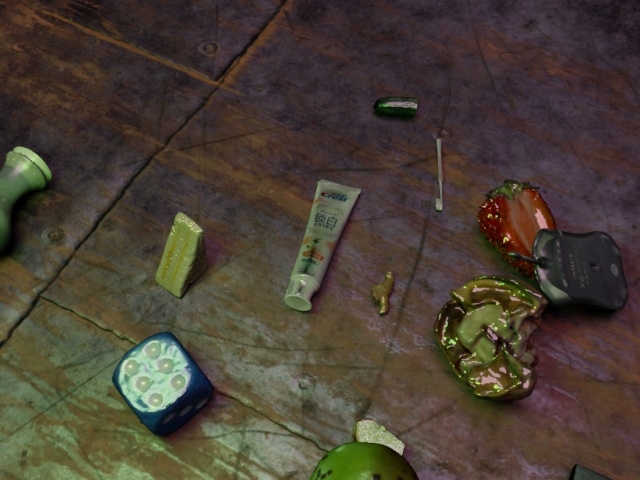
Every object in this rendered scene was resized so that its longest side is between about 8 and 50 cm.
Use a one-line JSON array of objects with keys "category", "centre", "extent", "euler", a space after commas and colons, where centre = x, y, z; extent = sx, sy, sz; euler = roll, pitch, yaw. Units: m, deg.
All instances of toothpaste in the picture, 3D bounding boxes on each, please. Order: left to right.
[{"category": "toothpaste", "centre": [0.000, 0.000, 1.556], "extent": [0.100, 0.066, 0.323], "euler": [14, 57, 8]}]

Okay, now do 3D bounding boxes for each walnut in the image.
[{"category": "walnut", "centre": [0.329, 0.192, 1.393], "extent": [0.204, 0.141, 0.238], "euler": [3, 68, 29]}]

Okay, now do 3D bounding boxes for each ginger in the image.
[{"category": "ginger", "centre": [0.125, 0.107, 1.508], "extent": [0.048, 0.030, 0.097], "euler": [24, 63, -17]}]

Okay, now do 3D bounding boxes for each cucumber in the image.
[{"category": "cucumber", "centre": [0.178, -0.323, 1.738], "extent": [0.105, 0.048, 0.048], "euler": [6, 61, 4]}]

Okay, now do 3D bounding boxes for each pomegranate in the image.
[{"category": "pomegranate", "centre": [0.051, 0.468, 1.230], "extent": [0.285, 0.230, 0.231], "euler": [-30, 54, 33]}]

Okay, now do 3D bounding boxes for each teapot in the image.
[{"category": "teapot", "centre": [-0.707, -0.089, 1.567], "extent": [0.183, 0.184, 0.251], "euler": [23, 53, 14]}]

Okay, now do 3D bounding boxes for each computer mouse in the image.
[{"category": "computer mouse", "centre": [0.475, 0.056, 1.420], "extent": [0.379, 0.090, 0.167], "euler": [11, 66, -36]}]

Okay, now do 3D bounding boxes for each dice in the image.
[{"category": "dice", "centre": [-0.297, 0.269, 1.362], "extent": [0.146, 0.146, 0.143], "euler": [-39, 69, -14]}]

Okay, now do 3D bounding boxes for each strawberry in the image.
[{"category": "strawberry", "centre": [0.429, -0.015, 1.538], "extent": [0.174, 0.098, 0.228], "euler": [-31, 85, -33]}]

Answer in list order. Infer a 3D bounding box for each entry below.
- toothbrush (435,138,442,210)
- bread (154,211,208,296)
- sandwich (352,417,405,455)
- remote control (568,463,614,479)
[{"category": "toothbrush", "centre": [0.271, -0.151, 1.658], "extent": [0.017, 0.014, 0.195], "euler": [4, 61, 4]}, {"category": "bread", "centre": [-0.292, 0.030, 1.494], "extent": [0.077, 0.152, 0.105], "euler": [33, 62, 19]}, {"category": "sandwich", "centre": [0.107, 0.379, 1.350], "extent": [0.093, 0.036, 0.105], "euler": [-13, 60, -5]}, {"category": "remote control", "centre": [0.609, 0.517, 1.256], "extent": [0.377, 0.044, 0.107], "euler": [22, 59, 13]}]
